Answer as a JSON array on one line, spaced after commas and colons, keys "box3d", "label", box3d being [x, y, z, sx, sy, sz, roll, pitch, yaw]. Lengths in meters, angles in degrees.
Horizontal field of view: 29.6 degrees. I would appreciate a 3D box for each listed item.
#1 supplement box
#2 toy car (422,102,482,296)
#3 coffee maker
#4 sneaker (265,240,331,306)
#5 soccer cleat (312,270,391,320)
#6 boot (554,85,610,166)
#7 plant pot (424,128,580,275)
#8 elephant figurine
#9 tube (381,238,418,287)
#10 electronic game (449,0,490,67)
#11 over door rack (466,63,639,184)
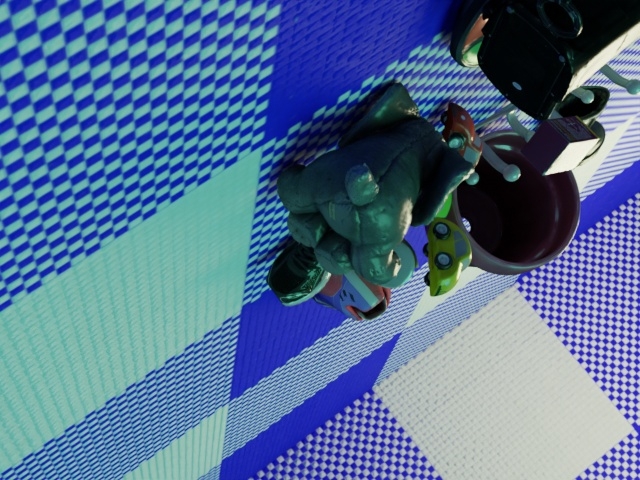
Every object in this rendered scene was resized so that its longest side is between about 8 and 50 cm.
[{"box3d": [0.285, -0.113, 1.444, 0.083, 0.043, 0.055, -12, 145, -52], "label": "supplement box"}, {"box3d": [0.157, -0.054, 1.560, 0.053, 0.239, 0.225, 5, -176, -8], "label": "toy car"}, {"box3d": [0.254, -0.215, 1.120, 0.178, 0.120, 0.171, -40, -171, -21], "label": "coffee maker"}, {"box3d": [0.000, 0.000, 1.499, 0.178, 0.072, 0.077, -47, 164, -17], "label": "sneaker"}, {"box3d": [0.051, 0.073, 1.729, 0.108, 0.116, 0.318, -38, 166, -2], "label": "soccer cleat"}, {"box3d": [0.415, -0.188, 1.947, 0.189, 0.076, 0.208, -35, 159, -24], "label": "boot"}, {"box3d": [0.242, -0.041, 1.742, 0.201, 0.201, 0.180, -33, -179, -22], "label": "plant pot"}, {"box3d": [0.078, -0.083, 1.303, 0.239, 0.186, 0.169, -43, 126, -27], "label": "elephant figurine"}, {"box3d": [0.094, 0.015, 1.590, 0.062, 0.070, 0.240, -5, -176, 5], "label": "tube"}, {"box3d": [0.226, -0.263, 1.252, 0.229, 0.048, 0.229, -36, 166, -10], "label": "electronic game"}, {"box3d": [0.308, -0.188, 1.516, 0.239, 0.108, 0.324, -35, 172, -18], "label": "over door rack"}]
